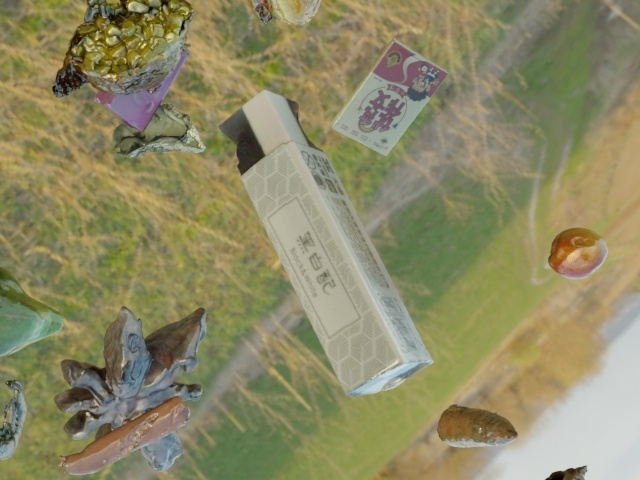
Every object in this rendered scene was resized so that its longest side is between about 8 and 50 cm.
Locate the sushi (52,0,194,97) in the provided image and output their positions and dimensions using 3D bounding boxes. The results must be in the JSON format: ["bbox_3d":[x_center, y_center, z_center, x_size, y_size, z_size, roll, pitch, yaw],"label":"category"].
[{"bbox_3d":[-0.378,-0.378,1.868,0.296,0.167,0.179,-16,169,-4],"label":"sushi"}]

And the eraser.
[{"bbox_3d":[0.000,0.000,1.237,0.096,0.404,0.098,-36,158,22],"label":"eraser"}]

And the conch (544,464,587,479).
[{"bbox_3d":[0.372,0.453,1.632,0.232,0.086,0.080,-21,-177,-32],"label":"conch"}]

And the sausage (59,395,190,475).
[{"bbox_3d":[-0.223,0.227,1.112,0.158,0.042,0.036,-25,-161,-18],"label":"sausage"}]

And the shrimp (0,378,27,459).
[{"bbox_3d":[-0.570,0.324,1.745,0.217,0.051,0.150,138,-35,-88],"label":"shrimp"}]

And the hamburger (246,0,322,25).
[{"bbox_3d":[-0.066,-0.576,2.059,0.244,0.163,0.244,11,90,-70],"label":"hamburger"}]

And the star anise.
[{"bbox_3d":[-0.236,0.191,1.247,0.198,0.110,0.258,3,121,-33],"label":"star anise"}]

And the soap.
[{"bbox_3d":[-0.379,-0.346,2.057,0.122,0.065,0.203,36,79,-48],"label":"soap"}]

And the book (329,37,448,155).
[{"bbox_3d":[0.147,-0.303,2.082,0.162,0.022,0.232,25,113,-31],"label":"book"}]

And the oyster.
[{"bbox_3d":[-0.366,-0.245,2.130,0.252,0.199,0.087,-18,135,22],"label":"oyster"}]

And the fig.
[{"bbox_3d":[-0.642,0.159,1.958,0.275,0.206,0.206,17,121,-37],"label":"fig"}]

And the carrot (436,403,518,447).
[{"bbox_3d":[0.351,0.410,2.093,0.102,0.102,0.263,-40,-172,-20],"label":"carrot"}]

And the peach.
[{"bbox_3d":[0.467,0.024,1.754,0.100,0.101,0.101,-41,163,-15],"label":"peach"}]
